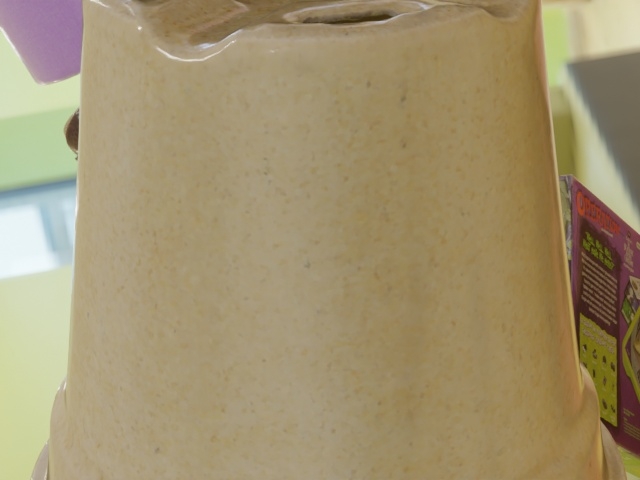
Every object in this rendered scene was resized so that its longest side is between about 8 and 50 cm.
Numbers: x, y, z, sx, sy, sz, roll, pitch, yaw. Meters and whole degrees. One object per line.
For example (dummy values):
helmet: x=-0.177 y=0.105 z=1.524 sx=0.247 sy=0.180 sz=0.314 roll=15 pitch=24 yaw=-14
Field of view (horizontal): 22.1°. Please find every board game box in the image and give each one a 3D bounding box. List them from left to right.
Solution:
board game box: x=0.267 y=0.093 z=1.453 sx=0.347 sy=0.056 sz=0.208 roll=31 pitch=-118 yaw=-55

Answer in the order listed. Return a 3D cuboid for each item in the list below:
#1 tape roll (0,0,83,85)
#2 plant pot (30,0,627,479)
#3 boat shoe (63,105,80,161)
tape roll: x=-0.089 y=-0.208 z=1.049 sx=0.090 sy=0.275 sz=0.275 roll=58 pitch=-175 yaw=-16
plant pot: x=0.000 y=0.000 z=0.855 sx=0.334 sy=0.334 sz=0.305 roll=-101 pitch=9 yaw=-64
boat shoe: x=-0.189 y=-0.088 z=1.581 sx=0.342 sy=0.123 sz=0.123 roll=-92 pitch=16 yaw=-56
